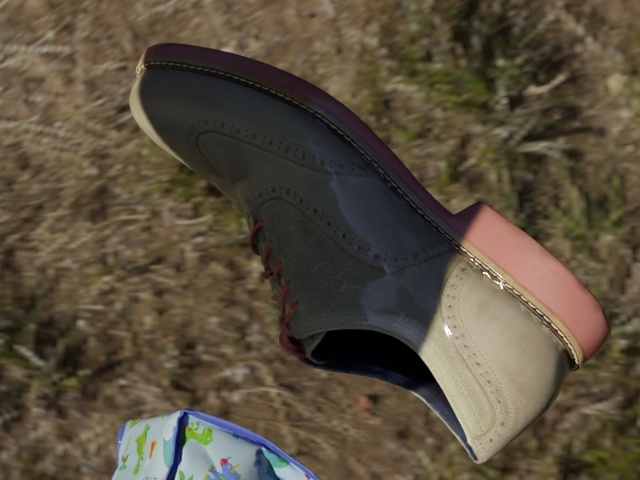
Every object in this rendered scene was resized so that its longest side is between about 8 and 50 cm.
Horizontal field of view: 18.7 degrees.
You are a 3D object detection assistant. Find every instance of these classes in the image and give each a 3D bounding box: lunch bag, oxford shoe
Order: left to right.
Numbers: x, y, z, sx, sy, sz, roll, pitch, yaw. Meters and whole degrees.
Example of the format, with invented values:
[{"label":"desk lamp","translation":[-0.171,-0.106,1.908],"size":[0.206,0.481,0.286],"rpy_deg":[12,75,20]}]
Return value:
[{"label":"lunch bag","translation":[-0.057,0.176,1.293],"size":[0.151,0.129,0.096],"rpy_deg":[20,75,-21]},{"label":"oxford shoe","translation":[0.000,0.000,1.180],"size":[0.348,0.123,0.130],"rpy_deg":[33,74,23]}]
